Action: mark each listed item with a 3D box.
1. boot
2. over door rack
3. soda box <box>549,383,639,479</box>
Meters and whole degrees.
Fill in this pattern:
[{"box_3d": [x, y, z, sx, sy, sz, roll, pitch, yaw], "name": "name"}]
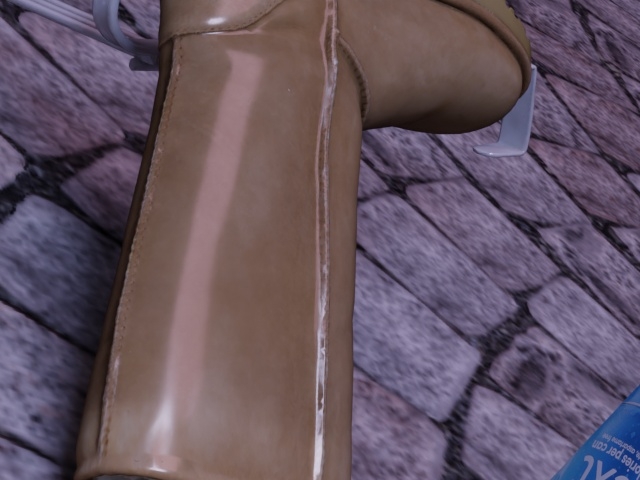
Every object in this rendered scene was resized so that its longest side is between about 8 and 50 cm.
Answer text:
[{"box_3d": [0.000, 0.000, 0.798, 0.236, 0.089, 0.269, 23, 60, -39], "name": "boot"}, {"box_3d": [-0.057, -0.147, 1.002, 0.239, 0.108, 0.324, 27, 11, 40], "name": "over door rack"}, {"box_3d": [0.097, 0.134, 0.651, 0.071, 0.210, 0.067, 27, 25, -26], "name": "soda box"}]
